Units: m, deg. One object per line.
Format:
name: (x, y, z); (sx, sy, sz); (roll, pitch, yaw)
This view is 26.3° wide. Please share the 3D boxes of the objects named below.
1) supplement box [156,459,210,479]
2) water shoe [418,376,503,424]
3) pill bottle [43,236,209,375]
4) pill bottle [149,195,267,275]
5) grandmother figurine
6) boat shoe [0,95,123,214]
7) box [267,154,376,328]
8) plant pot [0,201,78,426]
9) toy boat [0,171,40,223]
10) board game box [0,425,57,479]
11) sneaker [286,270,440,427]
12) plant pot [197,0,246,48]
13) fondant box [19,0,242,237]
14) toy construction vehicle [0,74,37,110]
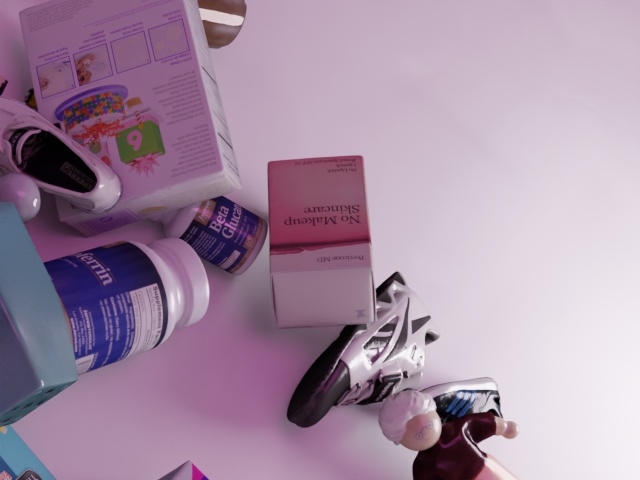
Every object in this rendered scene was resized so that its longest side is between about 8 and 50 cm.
supplement box: (-0.208, 0.396, 1.698); (0.111, 0.114, 0.220); (45, 46, -6)
water shoe: (0.207, 0.261, 2.103); (0.203, 0.073, 0.080); (-6, 72, -38)
pill bottle: (-0.284, 0.085, 1.789); (0.265, 0.153, 0.153); (-18, 77, -42)
pill bottle: (-0.169, -0.027, 1.975); (0.169, 0.094, 0.094); (29, 51, -20)
grandmother figurine: (0.219, 0.341, 2.017); (0.342, 0.104, 0.207); (43, 67, -15)
boat shoe: (-0.386, -0.121, 1.804); (0.268, 0.088, 0.096); (35, 85, 14)
box: (0.000, 0.000, 1.994); (0.149, 0.126, 0.232); (-4, 46, 0)
plant pot: (-0.399, 0.095, 1.592); (0.234, 0.165, 0.166); (58, 12, 7)
toy boat: (-0.509, -0.105, 1.735); (0.318, 0.148, 0.267); (34, 50, -16)
board game box: (-0.456, 0.224, 1.548); (0.336, 0.079, 0.254); (51, 11, -2)
sneaker: (0.080, 0.187, 2.017); (0.146, 0.122, 0.330); (47, 48, -2)
plant pot: (-0.213, -0.368, 2.099); (0.165, 0.167, 0.166); (2, 64, -43)
fondant box: (-0.267, -0.197, 1.903); (0.096, 0.238, 0.330); (51, 23, -70)
toy construction vehicle: (-0.439, -0.187, 1.915); (0.086, 0.035, 0.098); (36, 51, -29)
